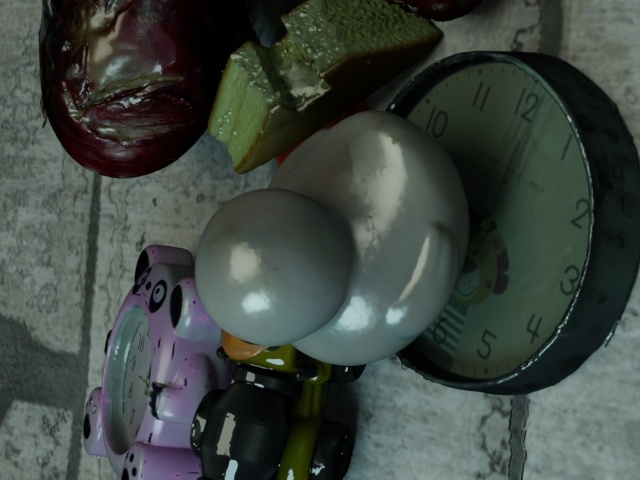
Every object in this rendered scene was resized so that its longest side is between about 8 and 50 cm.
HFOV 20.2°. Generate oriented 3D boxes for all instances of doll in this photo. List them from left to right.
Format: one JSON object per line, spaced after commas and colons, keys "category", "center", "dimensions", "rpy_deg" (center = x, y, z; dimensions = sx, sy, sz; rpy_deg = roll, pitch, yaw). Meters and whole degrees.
{"category": "doll", "center": [0.000, 0.000, 1.532], "dimensions": [0.251, 0.221, 0.221], "rpy_deg": [-53, 50, 14]}

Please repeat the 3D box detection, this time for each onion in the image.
{"category": "onion", "center": [-0.161, -0.212, 1.811], "dimensions": [0.314, 0.232, 0.314], "rpy_deg": [-170, 90, -89]}

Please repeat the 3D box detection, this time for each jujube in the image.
{"category": "jujube", "center": [0.096, -0.259, 1.640], "dimensions": [0.166, 0.104, 0.104], "rpy_deg": [49, 122, 51]}

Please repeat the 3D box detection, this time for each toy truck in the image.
{"category": "toy truck", "center": [-0.049, 0.144, 1.682], "dimensions": [0.147, 0.165, 0.224], "rpy_deg": [15, 96, 17]}

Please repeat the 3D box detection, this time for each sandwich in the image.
{"category": "sandwich", "center": [-0.013, -0.161, 1.690], "dimensions": [0.244, 0.088, 0.090], "rpy_deg": [-35, 65, 13]}

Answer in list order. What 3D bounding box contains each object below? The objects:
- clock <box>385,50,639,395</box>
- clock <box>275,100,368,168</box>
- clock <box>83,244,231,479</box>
{"category": "clock", "center": [0.147, -0.016, 1.587], "dimensions": [0.312, 0.061, 0.312], "rpy_deg": [-4, 84, 48]}
{"category": "clock", "center": [-0.004, -0.096, 1.762], "dimensions": [0.113, 0.061, 0.155], "rpy_deg": [-40, 61, 36]}
{"category": "clock", "center": [-0.164, 0.141, 1.864], "dimensions": [0.227, 0.090, 0.248], "rpy_deg": [-145, 67, -64]}
